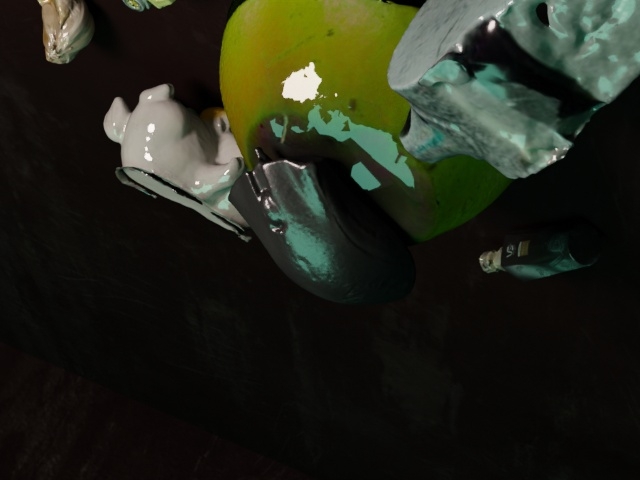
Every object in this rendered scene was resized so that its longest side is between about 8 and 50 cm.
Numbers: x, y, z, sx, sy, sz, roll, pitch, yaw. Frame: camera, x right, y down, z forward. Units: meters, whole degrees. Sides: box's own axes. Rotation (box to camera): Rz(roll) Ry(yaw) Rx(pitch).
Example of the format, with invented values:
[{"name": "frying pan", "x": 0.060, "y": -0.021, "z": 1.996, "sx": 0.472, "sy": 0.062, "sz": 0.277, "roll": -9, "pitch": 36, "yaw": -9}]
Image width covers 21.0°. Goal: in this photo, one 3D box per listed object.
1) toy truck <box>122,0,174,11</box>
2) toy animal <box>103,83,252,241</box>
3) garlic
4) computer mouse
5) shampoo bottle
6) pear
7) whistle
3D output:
[{"name": "toy truck", "x": -0.219, "y": -0.344, "z": 2.039, "sx": 0.100, "sy": 0.077, "sz": 0.169, "roll": 4, "pitch": 146, "yaw": 48}, {"name": "toy animal", "x": -0.137, "y": -0.095, "z": 2.376, "sx": 0.325, "sy": 0.154, "sz": 0.208, "roll": 35, "pitch": 167, "yaw": -36}, {"name": "garlic", "x": -0.337, "y": -0.287, "z": 2.285, "sx": 0.074, "sy": 0.094, "sz": 0.113, "roll": -15, "pitch": 146, "yaw": -4}, {"name": "computer mouse", "x": 0.000, "y": 0.000, "z": 1.983, "sx": 0.147, "sy": 0.088, "sz": 0.264, "roll": -22, "pitch": 118, "yaw": 45}, {"name": "shampoo bottle", "x": 0.285, "y": 0.018, "z": 2.278, "sx": 0.063, "sy": 0.057, "sz": 0.207, "roll": 30, "pitch": 160, "yaw": -25}, {"name": "pear", "x": 0.036, "y": -0.126, "z": 2.013, "sx": 0.399, "sy": 0.165, "sz": 0.399, "roll": 19, "pitch": 143, "yaw": 15}, {"name": "whistle", "x": 0.222, "y": -0.197, "z": 1.728, "sx": 0.168, "sy": 0.188, "sz": 0.405, "roll": 35, "pitch": 155, "yaw": -17}]
